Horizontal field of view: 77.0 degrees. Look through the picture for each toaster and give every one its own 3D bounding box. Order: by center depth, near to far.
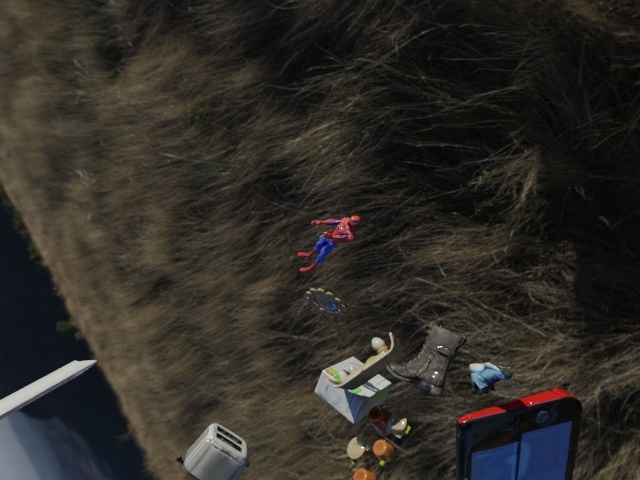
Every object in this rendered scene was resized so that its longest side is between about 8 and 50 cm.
[{"bbox_3d":[-0.351,0.728,1.358,0.227,0.146,0.129,38,178,-10],"label":"toaster"}]

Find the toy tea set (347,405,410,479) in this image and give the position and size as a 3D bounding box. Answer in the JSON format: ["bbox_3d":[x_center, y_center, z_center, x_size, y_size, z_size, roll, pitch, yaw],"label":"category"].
[{"bbox_3d":[0.230,0.819,1.587,0.124,0.336,0.200,49,160,-26],"label":"toy tea set"}]

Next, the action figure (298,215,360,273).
[{"bbox_3d":[0.000,0.000,1.202,0.280,0.139,0.091,-39,50,38],"label":"action figure"}]

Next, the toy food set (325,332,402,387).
[{"bbox_3d":[0.178,0.480,1.585,0.092,0.306,0.220,56,-177,29],"label":"toy food set"}]

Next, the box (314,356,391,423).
[{"bbox_3d":[0.149,0.669,1.817,0.231,0.262,0.127,27,106,34],"label":"box"}]

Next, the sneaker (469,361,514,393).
[{"bbox_3d":[0.426,0.344,0.998,0.063,0.073,0.162,10,159,-1],"label":"sneaker"}]

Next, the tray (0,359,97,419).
[{"bbox_3d":[-0.590,0.313,0.782,0.145,0.270,0.030,-31,90,39],"label":"tray"}]

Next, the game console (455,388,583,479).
[{"bbox_3d":[0.519,0.584,1.066,0.060,0.342,0.387,-129,30,-66],"label":"game console"}]

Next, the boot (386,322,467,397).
[{"bbox_3d":[0.368,0.397,1.405,0.263,0.091,0.229,9,74,51],"label":"boot"}]

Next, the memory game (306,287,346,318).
[{"bbox_3d":[0.021,0.262,1.660,0.186,0.012,0.186,21,142,17],"label":"memory game"}]
